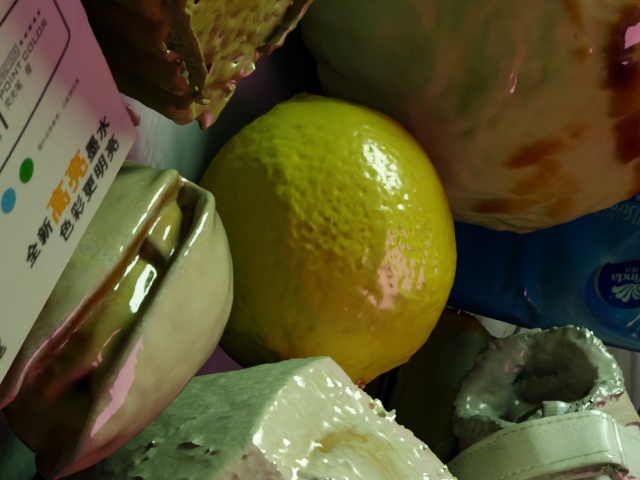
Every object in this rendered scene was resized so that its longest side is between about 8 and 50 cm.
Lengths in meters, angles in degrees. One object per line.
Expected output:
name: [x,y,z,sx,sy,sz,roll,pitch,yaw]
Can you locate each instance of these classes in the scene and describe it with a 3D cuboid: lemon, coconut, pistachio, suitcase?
lemon: [0.000,0.000,1.158,0.178,0.178,0.203,28,51,-66]
coconut: [-0.034,0.218,1.051,0.297,0.309,0.297,-42,179,-1]
pistachio: [-0.117,0.036,0.959,0.152,0.126,0.223,-46,-167,29]
suitcase: [0.062,0.166,1.414,0.194,0.143,0.235,47,59,-61]

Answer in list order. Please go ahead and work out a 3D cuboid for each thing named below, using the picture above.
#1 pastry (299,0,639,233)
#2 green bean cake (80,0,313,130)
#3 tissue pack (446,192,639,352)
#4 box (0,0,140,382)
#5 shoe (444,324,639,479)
pastry: [0.173,-0.191,1.283,0.388,0.313,0.388,-41,139,-49]
green bean cake: [-0.063,-0.200,0.931,0.224,0.131,0.229,-58,163,-20]
tissue pack: [0.206,0.005,1.504,0.198,0.263,0.146,4,98,-66]
box: [-0.201,-0.020,0.798,0.274,0.091,0.220,-65,153,-28]
shoe: [0.162,0.206,1.228,0.351,0.172,0.198,-102,174,-66]
